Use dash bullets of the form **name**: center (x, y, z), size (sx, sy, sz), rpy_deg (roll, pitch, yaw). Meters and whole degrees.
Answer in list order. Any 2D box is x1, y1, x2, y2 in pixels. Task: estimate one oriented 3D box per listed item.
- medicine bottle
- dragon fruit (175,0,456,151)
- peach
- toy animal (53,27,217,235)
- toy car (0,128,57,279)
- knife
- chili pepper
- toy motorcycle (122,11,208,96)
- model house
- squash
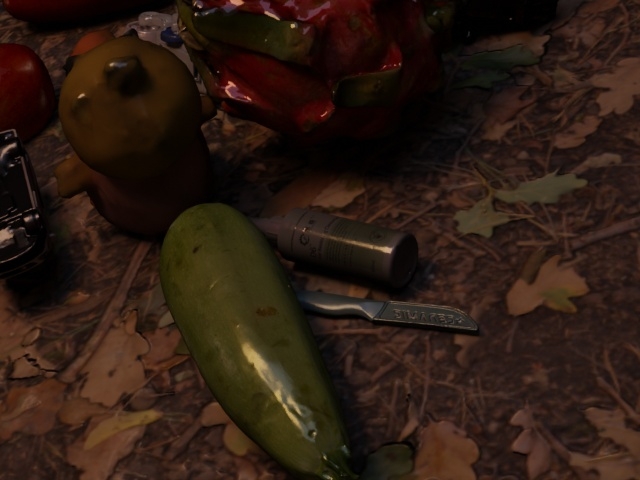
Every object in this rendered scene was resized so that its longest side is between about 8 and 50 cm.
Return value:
- **medicine bottle**: center (0.000, 0.000, 1.293), size (0.199, 0.057, 0.057), rpy_deg (15, 52, 32)
- **dragon fruit**: center (-0.009, -0.220, 1.370), size (0.303, 0.231, 0.237), rpy_deg (4, 74, -16)
- **peach**: center (-0.405, -0.177, 1.600), size (0.118, 0.151, 0.151), rpy_deg (-45, 19, 46)
- **toy animal**: center (-0.193, -0.113, 1.338), size (0.195, 0.281, 0.169), rpy_deg (-31, 63, -13)
- **toy car**: center (-0.343, -0.023, 1.415), size (0.089, 0.108, 0.209), rpy_deg (-22, 46, -5)
- **knife**: center (0.055, 0.068, 1.234), size (0.210, 0.015, 0.028), rpy_deg (5, 41, 24)
- **chili pepper**: center (-0.372, -0.361, 1.755), size (0.338, 0.131, 0.134), rpy_deg (-8, 68, 8)
- **toy motorcycle**: center (-0.139, -0.224, 1.563), size (0.254, 0.112, 0.112), rpy_deg (24, 58, 39)
- **model house**: center (0.210, -0.328, 1.531), size (0.164, 0.141, 0.203), rpy_deg (1, 64, -9)
- **squash**: center (-0.061, 0.099, 1.176), size (0.118, 0.118, 0.370), rpy_deg (-25, 47, -5)
